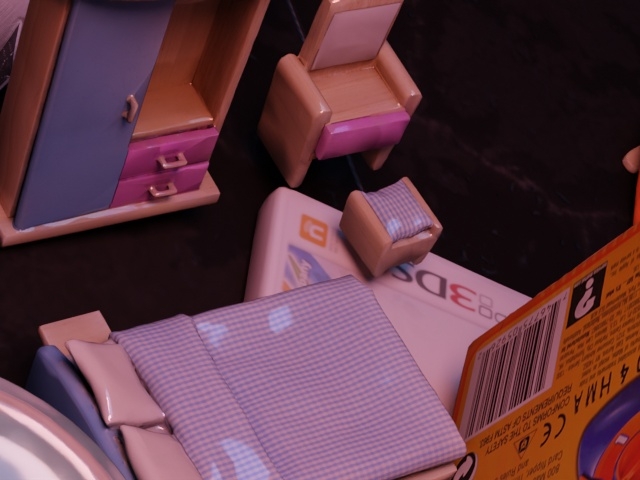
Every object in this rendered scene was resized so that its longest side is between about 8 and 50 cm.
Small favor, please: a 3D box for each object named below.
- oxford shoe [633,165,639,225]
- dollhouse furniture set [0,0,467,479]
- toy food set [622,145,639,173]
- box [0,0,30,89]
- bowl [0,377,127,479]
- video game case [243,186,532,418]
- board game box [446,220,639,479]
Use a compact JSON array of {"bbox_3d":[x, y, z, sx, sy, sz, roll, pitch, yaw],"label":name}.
[{"bbox_3d":[0.310,0.036,1.231,0.132,0.130,0.364,16,58,-35],"label":"oxford shoe"},{"bbox_3d":[0.000,0.000,0.921,0.286,0.198,0.303,-13,58,-31],"label":"dollhouse furniture set"},{"bbox_3d":[0.317,-0.018,1.326,0.192,0.038,0.132,50,44,9],"label":"toy food set"},{"bbox_3d":[-0.234,-0.171,0.949,0.183,0.056,0.231,-54,135,-46],"label":"box"},{"bbox_3d":[-0.181,0.170,0.738,0.311,0.163,0.312,18,49,-23],"label":"bowl"},{"bbox_3d":[0.082,0.151,1.029,0.300,0.036,0.329,24,47,-18],"label":"video game case"},{"bbox_3d":[0.276,0.198,0.839,0.356,0.356,0.356,29,52,-16],"label":"board game box"}]
